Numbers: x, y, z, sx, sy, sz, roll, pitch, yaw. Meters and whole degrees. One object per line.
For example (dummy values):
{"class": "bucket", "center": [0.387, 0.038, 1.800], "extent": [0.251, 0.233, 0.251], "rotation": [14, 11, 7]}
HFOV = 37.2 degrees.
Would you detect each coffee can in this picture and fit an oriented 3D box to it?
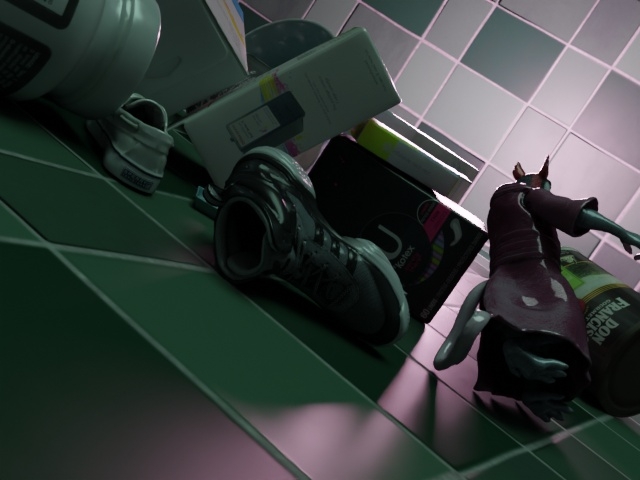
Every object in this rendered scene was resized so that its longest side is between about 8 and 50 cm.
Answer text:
{"class": "coffee can", "center": [0.495, 0.159, 1.723], "extent": [0.201, 0.201, 0.275], "rotation": [26, 11, -37]}

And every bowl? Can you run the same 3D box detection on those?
{"class": "bowl", "center": [-0.072, -0.288, 1.965], "extent": [0.311, 0.311, 0.163], "rotation": [40, -7, 37]}

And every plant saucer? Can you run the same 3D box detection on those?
{"class": "plant saucer", "center": [-0.079, -0.008, 1.223], "extent": [0.192, 0.018, 0.067], "rotation": [32, 9, -11]}

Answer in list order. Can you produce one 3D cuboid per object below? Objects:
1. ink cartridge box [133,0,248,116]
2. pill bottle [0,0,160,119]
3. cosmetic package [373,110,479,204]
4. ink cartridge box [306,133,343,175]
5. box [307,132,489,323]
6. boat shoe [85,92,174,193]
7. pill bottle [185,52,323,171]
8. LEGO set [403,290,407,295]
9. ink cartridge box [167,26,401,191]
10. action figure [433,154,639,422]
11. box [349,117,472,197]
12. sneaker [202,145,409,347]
{"class": "ink cartridge box", "center": [-0.238, -0.326, 1.398], "extent": [0.270, 0.198, 0.197], "rotation": [-101, 164, -57]}
{"class": "pill bottle", "center": [-0.371, -0.280, 1.047], "extent": [0.363, 0.210, 0.210], "rotation": [26, 12, -42]}
{"class": "cosmetic package", "center": [0.159, -0.113, 1.917], "extent": [0.225, 0.224, 0.138], "rotation": [24, 13, -43]}
{"class": "ink cartridge box", "center": [-0.056, -0.245, 2.191], "extent": [0.289, 0.121, 0.211], "rotation": [40, 12, 37]}
{"class": "box", "center": [0.097, -0.024, 1.432], "extent": [0.270, 0.165, 0.143], "rotation": [33, 10, 3]}
{"class": "boat shoe", "center": [-0.225, -0.137, 1.182], "extent": [0.095, 0.084, 0.258], "rotation": [27, 11, -31]}
{"class": "pill bottle", "center": [-0.138, -0.238, 1.713], "extent": [0.176, 0.176, 0.318], "rotation": [25, 12, -40]}
{"class": "LEGO set", "center": [0.000, 0.000, 1.226], "extent": [0.182, 0.060, 0.244], "rotation": [35, 9, 31]}
{"class": "ink cartridge box", "center": [-0.074, -0.177, 1.376], "extent": [0.119, 0.353, 0.207], "rotation": [63, 4, -12]}
{"class": "action figure", "center": [0.260, 0.042, 1.268], "extent": [0.276, 0.248, 0.370], "rotation": [12, 58, -15]}
{"class": "box", "center": [0.131, -0.123, 1.403], "extent": [0.178, 0.042, 0.109], "rotation": [31, 10, -10]}
{"class": "sneaker", "center": [-0.022, 0.028, 1.015], "extent": [0.268, 0.101, 0.153], "rotation": [50, 30, -1]}
